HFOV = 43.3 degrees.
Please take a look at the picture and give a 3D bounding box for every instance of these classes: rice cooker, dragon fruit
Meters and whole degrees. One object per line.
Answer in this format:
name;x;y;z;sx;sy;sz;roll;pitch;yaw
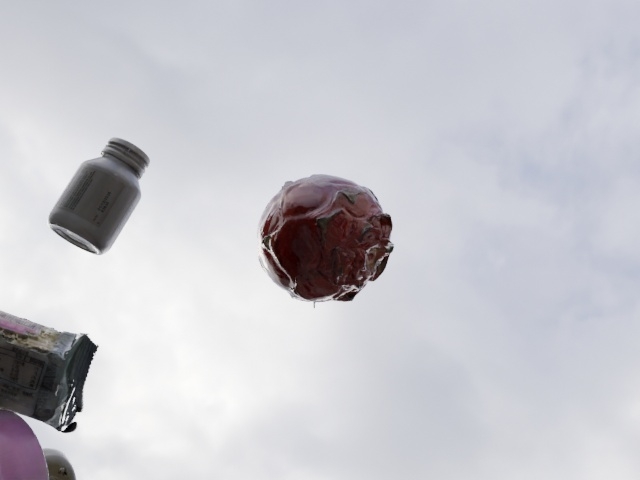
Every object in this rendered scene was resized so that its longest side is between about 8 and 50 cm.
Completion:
rice cooker;-0.621;0.576;1.823;0.127;0.145;0.206;-24;-111;62
dragon fruit;0.006;-0.003;1.390;0.241;0.252;0.240;-11;-48;-12

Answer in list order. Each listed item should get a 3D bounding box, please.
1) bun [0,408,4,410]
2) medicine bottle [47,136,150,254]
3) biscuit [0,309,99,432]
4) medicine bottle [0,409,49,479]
bun;-0.673;0.366;1.498;0.239;0.239;0.141;-20;-37;40
medicine bottle;-0.427;-0.091;1.587;0.135;0.215;0.135;24;-19;9
biscuit;-0.484;0.168;1.161;0.309;0.079;0.186;18;-62;-7
medicine bottle;-0.536;0.333;1.004;0.212;0.326;0.211;-1;-92;37
